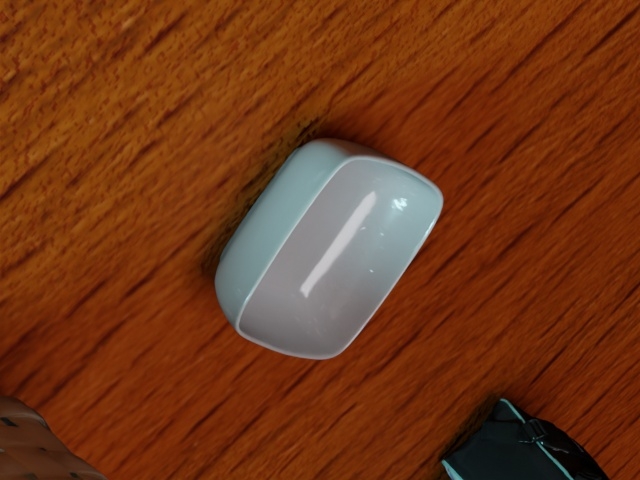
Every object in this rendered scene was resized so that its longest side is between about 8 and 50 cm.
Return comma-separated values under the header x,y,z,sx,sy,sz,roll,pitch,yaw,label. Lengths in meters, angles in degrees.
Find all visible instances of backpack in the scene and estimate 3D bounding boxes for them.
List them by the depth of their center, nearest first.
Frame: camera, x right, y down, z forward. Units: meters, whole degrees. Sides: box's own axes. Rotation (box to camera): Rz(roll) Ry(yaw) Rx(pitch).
x,y,z,sx,sy,sz,roll,pitch,yaw,label
0.192,0.241,1.525,0.144,0.166,0.188,-51,145,5,backpack

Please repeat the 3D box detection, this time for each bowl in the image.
x,y,z,sx,sy,sz,roll,pitch,yaw,label
0.000,0.000,1.146,0.142,0.053,0.142,-55,147,9,bowl

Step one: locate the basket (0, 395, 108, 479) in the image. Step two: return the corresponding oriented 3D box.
x,y,z,sx,sy,sz,roll,pitch,yaw,label
-0.191,0.250,0.984,0.201,0.255,0.289,7,108,-46,basket
